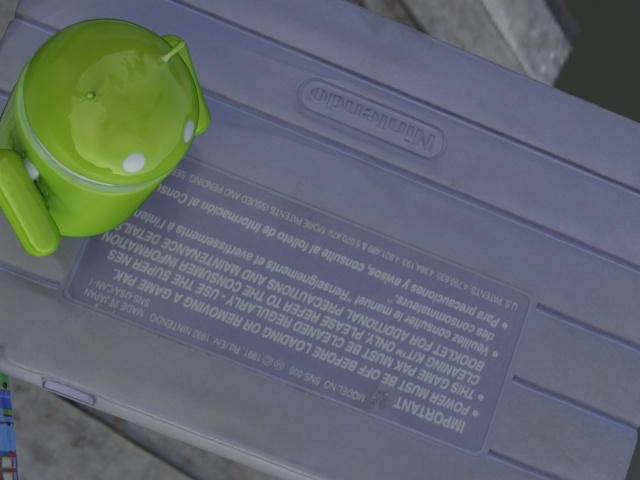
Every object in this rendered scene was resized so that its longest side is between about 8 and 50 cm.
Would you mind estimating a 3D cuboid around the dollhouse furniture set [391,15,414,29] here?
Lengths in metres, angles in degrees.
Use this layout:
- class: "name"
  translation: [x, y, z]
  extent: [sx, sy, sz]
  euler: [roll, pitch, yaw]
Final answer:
- class: "dollhouse furniture set"
  translation: [0.060, -0.090, 0.974]
  extent: [0.151, 0.144, 0.123]
  euler: [-52, 176, 35]

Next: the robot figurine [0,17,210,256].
- class: "robot figurine"
  translation: [-0.089, -0.042, 0.417]
  extent: [0.101, 0.115, 0.067]
  euler: [-41, 93, -33]

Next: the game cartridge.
- class: "game cartridge"
  translation: [0.000, 0.000, 0.528]
  extent: [0.355, 0.068, 0.230]
  euler: [22, 83, -5]

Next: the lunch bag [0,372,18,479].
- class: "lunch bag"
  translation: [-0.385, 0.141, 0.787]
  extent: [0.138, 0.293, 0.221]
  euler: [31, 45, -65]
